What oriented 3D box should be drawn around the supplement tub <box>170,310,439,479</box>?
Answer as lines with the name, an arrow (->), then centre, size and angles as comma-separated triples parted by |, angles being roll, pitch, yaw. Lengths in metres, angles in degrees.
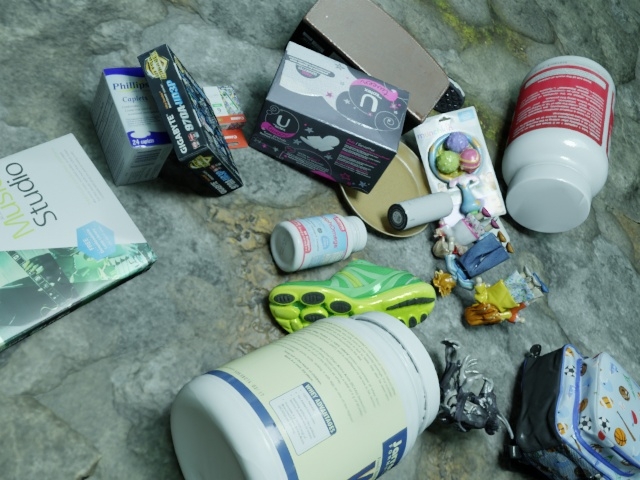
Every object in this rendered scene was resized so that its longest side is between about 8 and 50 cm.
supplement tub -> -0.014, 0.245, 0.880 | 0.324, 0.235, 0.236 | -20, 79, -37

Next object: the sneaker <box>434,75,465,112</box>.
sneaker -> 0.241, -0.391, 1.452 | 0.234, 0.084, 0.097 | 33, 53, -15

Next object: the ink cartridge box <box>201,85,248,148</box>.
ink cartridge box -> -0.170, -0.222, 1.142 | 0.062, 0.029, 0.115 | -13, 75, -37

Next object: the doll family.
doll family -> 0.311, 0.070, 1.230 | 0.263, 0.163, 0.118 | 53, 19, 1

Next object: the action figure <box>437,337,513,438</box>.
action figure -> 0.216, 0.242, 1.077 | 0.275, 0.164, 0.141 | 23, 90, -12

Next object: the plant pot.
plant pot -> 0.128, -0.110, 1.275 | 0.236, 0.032, 0.237 | 14, 60, -26

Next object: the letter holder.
letter holder -> 0.121, -0.392, 1.288 | 0.301, 0.152, 0.214 | 39, 76, -10

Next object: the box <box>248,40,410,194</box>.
box -> 0.019, -0.225, 1.165 | 0.247, 0.142, 0.164 | 22, 57, -9

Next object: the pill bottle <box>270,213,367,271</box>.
pill bottle -> 0.000, 0.000, 1.104 | 0.160, 0.087, 0.087 | -11, 74, -36

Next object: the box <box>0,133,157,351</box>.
box -> -0.417, 0.010, 0.854 | 0.322, 0.058, 0.232 | -34, 87, -38

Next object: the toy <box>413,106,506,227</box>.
toy -> 0.287, -0.154, 1.296 | 0.136, 0.056, 0.238 | -14, 85, -2

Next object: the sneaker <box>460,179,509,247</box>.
sneaker -> 0.332, -0.079, 1.356 | 0.085, 0.086, 0.237 | -37, 91, -40

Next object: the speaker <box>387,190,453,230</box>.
speaker -> 0.197, -0.059, 1.238 | 0.136, 0.055, 0.055 | -16, 77, -37

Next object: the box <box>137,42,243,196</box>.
box -> -0.196, -0.179, 0.996 | 0.051, 0.220, 0.175 | -24, 79, 2

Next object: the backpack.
backpack -> 0.505, 0.353, 1.186 | 0.263, 0.213, 0.277 | 47, 48, -18

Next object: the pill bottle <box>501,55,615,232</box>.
pill bottle -> 0.551, -0.223, 1.473 | 0.229, 0.229, 0.408 | 34, 53, -14

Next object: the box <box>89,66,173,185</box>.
box -> -0.293, -0.175, 0.980 | 0.072, 0.126, 0.137 | -16, 77, -34

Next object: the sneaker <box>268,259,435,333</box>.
sneaker -> 0.049, 0.101, 1.090 | 0.295, 0.110, 0.123 | 0, 26, -21
